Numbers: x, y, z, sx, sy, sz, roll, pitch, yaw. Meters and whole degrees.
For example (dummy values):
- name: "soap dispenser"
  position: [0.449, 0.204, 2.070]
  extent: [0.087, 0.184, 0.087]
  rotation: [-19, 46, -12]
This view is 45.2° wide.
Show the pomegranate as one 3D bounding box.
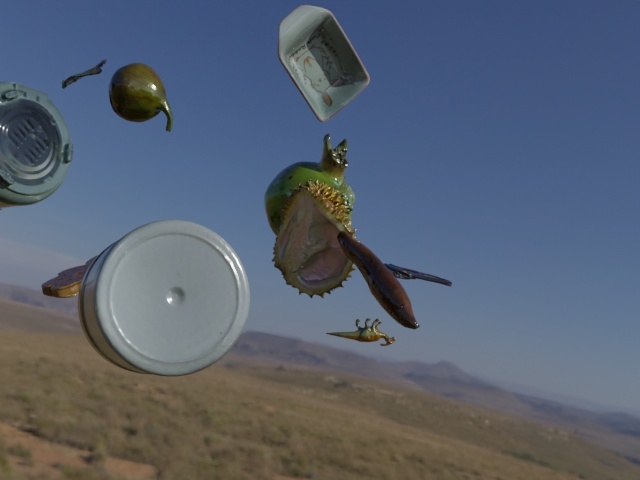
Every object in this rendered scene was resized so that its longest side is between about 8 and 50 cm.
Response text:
- name: "pomegranate"
  position: [-0.017, -0.123, 2.084]
  extent: [0.260, 0.341, 0.260]
  rotation: [20, 16, -6]

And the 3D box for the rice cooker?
- name: "rice cooker"
  position: [-0.675, -0.185, 1.559]
  extent: [0.316, 0.317, 0.264]
  rotation: [6, -1, 34]

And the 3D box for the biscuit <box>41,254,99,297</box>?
- name: "biscuit"
  position: [-0.478, 0.067, 1.725]
  extent: [0.202, 0.044, 0.288]
  rotation: [1, 22, 42]

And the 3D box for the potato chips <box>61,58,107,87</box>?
- name: "potato chips"
  position: [-0.569, -0.404, 1.864]
  extent: [0.209, 0.142, 0.026]
  rotation: [0, -55, 53]

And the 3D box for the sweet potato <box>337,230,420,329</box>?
- name: "sweet potato"
  position: [0.106, 0.071, 1.405]
  extent: [0.057, 0.057, 0.264]
  rotation: [21, 24, -43]

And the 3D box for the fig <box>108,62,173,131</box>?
- name: "fig"
  position: [-0.245, -0.201, 1.070]
  extent: [0.098, 0.084, 0.082]
  rotation: [19, 15, 11]

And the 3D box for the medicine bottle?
- name: "medicine bottle"
  position: [-0.254, 0.095, 1.229]
  extent: [0.237, 0.238, 0.232]
  rotation: [16, -13, -21]

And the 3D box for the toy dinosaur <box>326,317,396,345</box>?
- name: "toy dinosaur"
  position: [0.067, 0.143, 1.233]
  extent: [0.113, 0.041, 0.026]
  rotation: [11, -15, -7]

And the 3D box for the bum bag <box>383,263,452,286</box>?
- name: "bum bag"
  position: [0.237, 0.089, 1.898]
  extent: [0.159, 0.026, 0.109]
  rotation: [14, 3, -12]

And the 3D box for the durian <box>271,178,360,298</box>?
- name: "durian"
  position: [-0.004, -0.005, 1.593]
  extent: [0.183, 0.250, 0.138]
  rotation: [14, 23, 1]

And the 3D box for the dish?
- name: "dish"
  position: [-0.011, -0.387, 1.641]
  extent: [0.234, 0.154, 0.064]
  rotation: [54, -11, -34]
